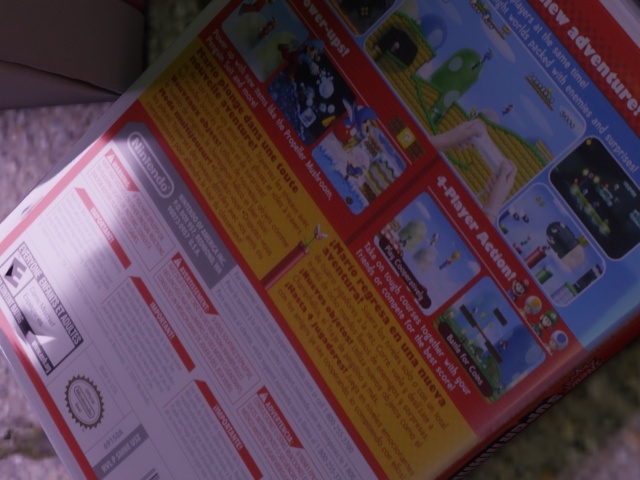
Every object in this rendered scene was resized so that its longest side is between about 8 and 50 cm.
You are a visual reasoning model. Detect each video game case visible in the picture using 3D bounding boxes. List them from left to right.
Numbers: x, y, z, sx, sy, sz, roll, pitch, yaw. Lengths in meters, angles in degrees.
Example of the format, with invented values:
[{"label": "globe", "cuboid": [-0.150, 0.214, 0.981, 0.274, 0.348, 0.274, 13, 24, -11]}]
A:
[{"label": "video game case", "cuboid": [0.000, 0.000, 0.555, 0.285, 0.025, 0.204, -43, 66, 21]}]

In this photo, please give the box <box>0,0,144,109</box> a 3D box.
[{"label": "box", "cuboid": [-0.161, -0.173, 0.605, 0.149, 0.127, 0.232, 0, 86, 30]}]
